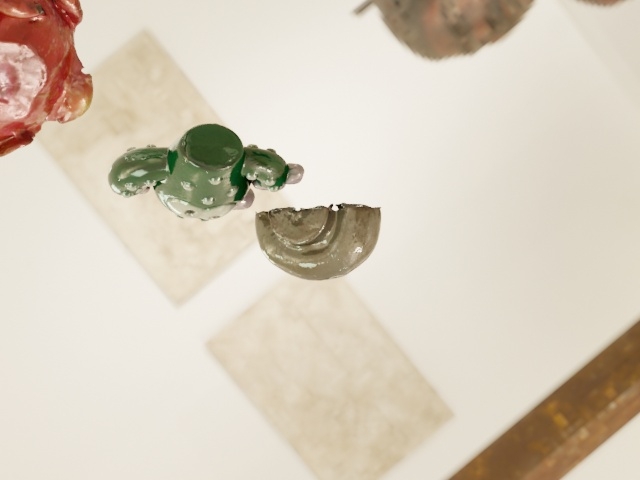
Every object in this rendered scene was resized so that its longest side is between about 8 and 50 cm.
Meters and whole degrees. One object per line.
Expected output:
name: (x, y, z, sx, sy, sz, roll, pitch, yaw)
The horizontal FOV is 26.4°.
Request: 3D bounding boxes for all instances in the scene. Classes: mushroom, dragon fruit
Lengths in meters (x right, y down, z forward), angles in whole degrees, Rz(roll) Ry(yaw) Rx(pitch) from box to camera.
mushroom: (0.000, 0.000, 1.974, 0.141, 0.188, 0.117, -17, -82, -66)
dragon fruit: (-0.158, -0.079, 0.643, 0.068, 0.112, 0.126, 50, 148, 27)

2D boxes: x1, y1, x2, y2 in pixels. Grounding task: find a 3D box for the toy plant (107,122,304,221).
toy plant: (-0.162, -0.088, 1.862, 0.232, 0.113, 0.243, 13, 159, -37)
